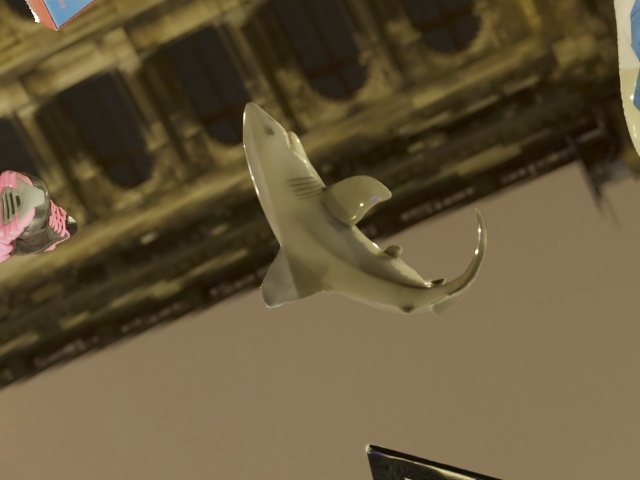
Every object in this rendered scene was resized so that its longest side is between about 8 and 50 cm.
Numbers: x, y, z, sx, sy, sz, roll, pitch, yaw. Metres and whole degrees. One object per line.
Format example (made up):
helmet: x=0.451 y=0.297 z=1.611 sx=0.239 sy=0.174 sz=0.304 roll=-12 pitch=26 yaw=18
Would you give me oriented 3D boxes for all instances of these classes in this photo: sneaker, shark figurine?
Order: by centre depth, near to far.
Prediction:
sneaker: x=-0.183 y=-0.015 z=1.099 sx=0.057 sy=0.047 sz=0.119 roll=2 pitch=167 yaw=-20
sneaker: x=0.262 y=-0.133 z=1.229 sx=0.084 sy=0.152 sz=0.058 roll=-7 pitch=173 yaw=22
shark figurine: x=0.017 y=0.024 z=1.314 sx=0.116 sy=0.166 sz=0.278 roll=-31 pitch=-136 yaw=-28

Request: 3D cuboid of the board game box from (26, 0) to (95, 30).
board game box: x=-0.155 y=-0.269 z=0.936 sx=0.145 sy=0.281 sz=0.027 roll=-42 pitch=-137 yaw=-22

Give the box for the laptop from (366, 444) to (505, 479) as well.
laptop: x=0.187 y=0.175 z=0.851 sx=0.264 sy=0.234 sz=0.136 roll=-22 pitch=-144 yaw=-11
